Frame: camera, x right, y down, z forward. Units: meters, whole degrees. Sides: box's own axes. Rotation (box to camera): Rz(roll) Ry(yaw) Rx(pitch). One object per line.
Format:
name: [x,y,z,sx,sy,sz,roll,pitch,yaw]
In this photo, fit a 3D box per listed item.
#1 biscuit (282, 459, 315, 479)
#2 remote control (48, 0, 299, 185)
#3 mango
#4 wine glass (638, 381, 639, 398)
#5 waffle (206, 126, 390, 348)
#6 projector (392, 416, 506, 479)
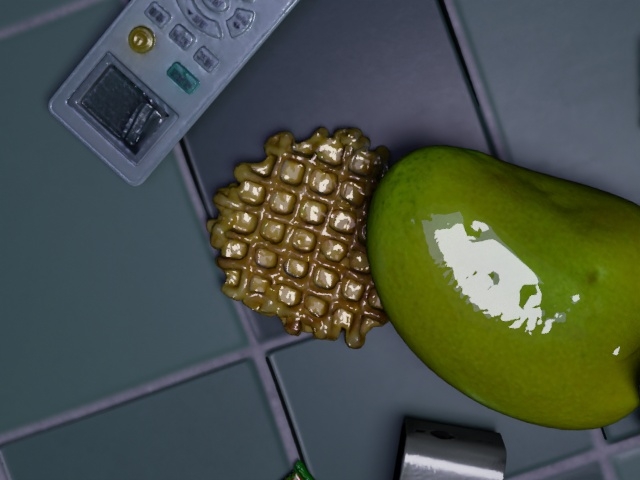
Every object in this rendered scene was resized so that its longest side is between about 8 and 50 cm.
biscuit: [-0.035,0.232,0.955,0.089,0.016,0.046,-42,92,6]
remote control: [-0.091,-0.182,0.902,0.103,0.051,0.293,43,100,-1]
mango: [0.155,0.041,0.850,0.273,0.149,0.185,16,97,-10]
wine glass: [0.447,0.045,0.762,0.406,0.267,0.267,-44,92,-12]
waffle: [0.001,-0.005,0.919,0.191,0.038,0.191,0,97,3]
projector: [0.102,0.195,0.910,0.082,0.083,0.083,10,96,2]
